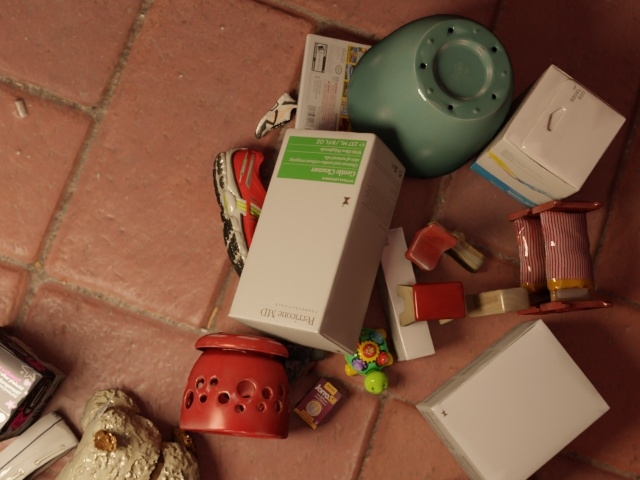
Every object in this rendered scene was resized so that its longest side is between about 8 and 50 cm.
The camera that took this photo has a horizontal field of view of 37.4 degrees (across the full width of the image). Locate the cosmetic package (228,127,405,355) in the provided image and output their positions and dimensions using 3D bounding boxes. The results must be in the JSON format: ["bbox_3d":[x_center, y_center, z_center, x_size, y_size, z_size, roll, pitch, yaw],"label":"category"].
[{"bbox_3d":[0.000,0.000,1.684,0.197,0.155,0.366,6,71,30],"label":"cosmetic package"}]

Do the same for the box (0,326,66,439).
[{"bbox_3d":[-0.547,0.237,1.597,0.163,0.247,0.142,36,81,0],"label":"box"}]

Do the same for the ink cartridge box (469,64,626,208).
[{"bbox_3d":[0.416,-0.181,1.760,0.168,0.233,0.171,35,80,0],"label":"ink cartridge box"}]

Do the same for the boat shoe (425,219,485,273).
[{"bbox_3d":[0.259,0.005,1.814,0.135,0.050,0.045,43,77,-9],"label":"boat shoe"}]

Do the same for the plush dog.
[{"bbox_3d":[-0.307,0.389,1.614,0.225,0.210,0.262,31,56,-22],"label":"plush dog"}]

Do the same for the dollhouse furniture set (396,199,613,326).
[{"bbox_3d":[0.328,0.039,1.707,0.374,0.152,0.201,-2,82,-25],"label":"dollhouse furniture set"}]

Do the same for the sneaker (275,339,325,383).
[{"bbox_3d":[-0.045,0.175,1.755,0.089,0.051,0.170,-12,86,-10],"label":"sneaker"}]

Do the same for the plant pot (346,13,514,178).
[{"bbox_3d":[0.220,-0.278,1.736,0.293,0.235,0.293,2,82,-14],"label":"plant pot"}]

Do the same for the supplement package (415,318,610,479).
[{"bbox_3d":[0.347,0.305,1.728,0.262,0.145,0.204,-37,87,-9],"label":"supplement package"}]

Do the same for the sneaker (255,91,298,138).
[{"bbox_3d":[-0.084,-0.234,1.817,0.043,0.040,0.109,40,80,-1],"label":"sneaker"}]

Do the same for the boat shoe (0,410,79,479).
[{"bbox_3d":[-0.541,0.420,1.654,0.267,0.096,0.088,-42,83,-18],"label":"boat shoe"}]

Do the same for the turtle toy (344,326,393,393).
[{"bbox_3d":[0.091,0.220,1.754,0.095,0.066,0.130,-15,83,-7],"label":"turtle toy"}]

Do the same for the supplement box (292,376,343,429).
[{"bbox_3d":[-0.005,0.300,1.745,0.055,0.043,0.083,41,80,3],"label":"supplement box"}]

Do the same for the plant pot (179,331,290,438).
[{"bbox_3d":[-0.143,0.257,1.665,0.191,0.191,0.174,8,78,-4],"label":"plant pot"}]

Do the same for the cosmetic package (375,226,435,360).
[{"bbox_3d":[0.148,0.102,1.762,0.060,0.099,0.239,-13,84,-10],"label":"cosmetic package"}]

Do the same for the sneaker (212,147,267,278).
[{"bbox_3d":[-0.119,-0.040,1.757,0.118,0.107,0.279,-9,85,-16],"label":"sneaker"}]

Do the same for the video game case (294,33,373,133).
[{"bbox_3d":[0.059,-0.272,1.832,0.206,0.026,0.227,9,80,-11],"label":"video game case"}]
